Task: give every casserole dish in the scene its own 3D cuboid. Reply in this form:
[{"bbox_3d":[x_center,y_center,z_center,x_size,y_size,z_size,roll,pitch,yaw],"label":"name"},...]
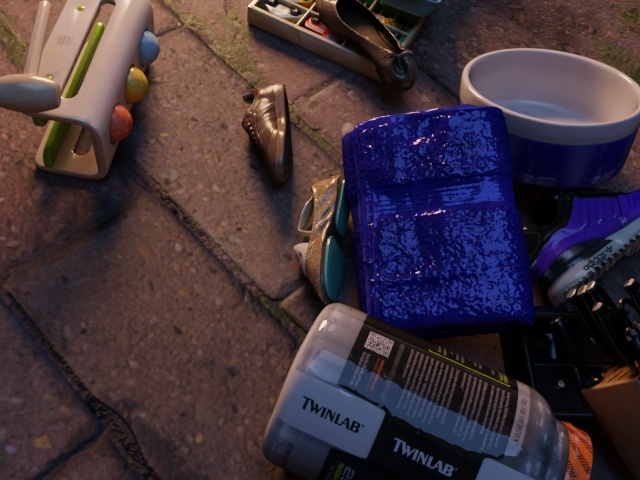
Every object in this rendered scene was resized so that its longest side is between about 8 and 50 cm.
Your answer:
[{"bbox_3d":[0.153,-0.434,1.290,0.114,0.037,0.188,21,30,-2],"label":"casserole dish"}]

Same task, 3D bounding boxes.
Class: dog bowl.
[{"bbox_3d":[0.339,-0.190,1.105,0.265,0.104,0.265,2,37,-1],"label":"dog bowl"}]

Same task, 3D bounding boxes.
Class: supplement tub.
[{"bbox_3d":[0.113,0.212,0.798,0.316,0.193,0.193,23,56,7],"label":"supplement tub"}]

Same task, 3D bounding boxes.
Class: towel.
[{"bbox_3d":[0.145,-0.027,0.954,0.227,0.076,0.308,-9,71,14],"label":"towel"}]

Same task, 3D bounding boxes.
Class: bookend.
[{"bbox_3d":[0.322,0.170,0.932,0.156,0.072,0.157,4,57,-7],"label":"bookend"}]

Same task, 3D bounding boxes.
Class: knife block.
[{"bbox_3d":[0.376,0.189,0.870,0.088,0.276,0.242,-28,39,-27],"label":"knife block"}]

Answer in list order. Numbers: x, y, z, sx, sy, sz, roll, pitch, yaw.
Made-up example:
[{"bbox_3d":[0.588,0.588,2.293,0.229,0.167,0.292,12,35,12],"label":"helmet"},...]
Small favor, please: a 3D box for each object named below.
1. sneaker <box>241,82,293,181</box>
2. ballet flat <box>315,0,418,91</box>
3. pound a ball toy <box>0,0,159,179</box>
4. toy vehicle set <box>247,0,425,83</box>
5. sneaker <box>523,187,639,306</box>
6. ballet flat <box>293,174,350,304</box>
[{"bbox_3d":[-0.082,-0.158,1.100,0.071,0.066,0.188,-8,51,6],"label":"sneaker"},{"bbox_3d":[0.077,-0.343,1.195,0.084,0.058,0.250,-24,64,-23],"label":"ballet flat"},{"bbox_3d":[-0.315,-0.235,1.016,0.135,0.208,0.319,9,55,-3],"label":"pound a ball toy"},{"bbox_3d":[0.029,-0.385,1.273,0.267,0.035,0.166,26,56,8],"label":"toy vehicle set"},{"bbox_3d":[0.395,-0.037,1.063,0.293,0.102,0.146,-30,65,-25],"label":"sneaker"},{"bbox_3d":[0.000,0.000,1.007,0.067,0.073,0.206,-5,50,20],"label":"ballet flat"}]
